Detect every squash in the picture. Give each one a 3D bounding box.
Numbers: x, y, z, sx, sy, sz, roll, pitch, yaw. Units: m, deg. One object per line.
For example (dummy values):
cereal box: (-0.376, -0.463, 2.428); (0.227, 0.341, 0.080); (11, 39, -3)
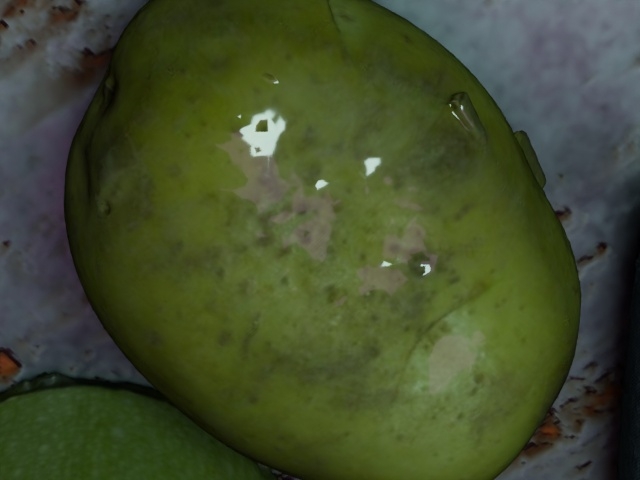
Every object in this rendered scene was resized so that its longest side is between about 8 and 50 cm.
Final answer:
squash: (-0.116, 0.184, 0.822); (0.220, 0.133, 0.220); (0, 119, 1)

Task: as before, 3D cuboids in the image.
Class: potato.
potato: (0.002, -0.001, 0.726); (0.228, 0.148, 0.197); (26, 124, -12)

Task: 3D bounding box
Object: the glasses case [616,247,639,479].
glasses case: (0.172, 0.096, 0.801); (0.067, 0.109, 0.282); (1, 114, 0)
